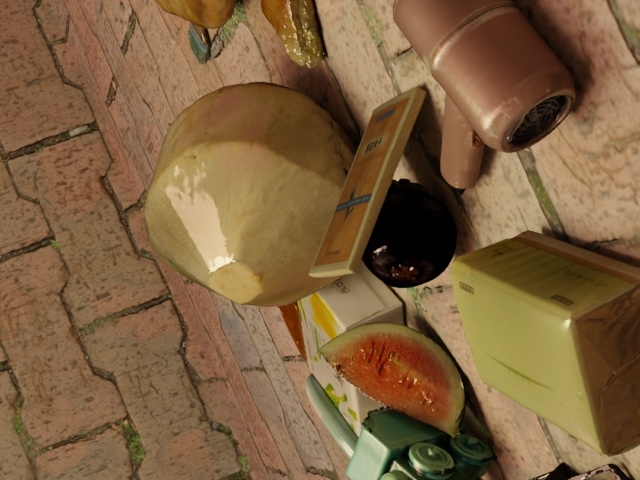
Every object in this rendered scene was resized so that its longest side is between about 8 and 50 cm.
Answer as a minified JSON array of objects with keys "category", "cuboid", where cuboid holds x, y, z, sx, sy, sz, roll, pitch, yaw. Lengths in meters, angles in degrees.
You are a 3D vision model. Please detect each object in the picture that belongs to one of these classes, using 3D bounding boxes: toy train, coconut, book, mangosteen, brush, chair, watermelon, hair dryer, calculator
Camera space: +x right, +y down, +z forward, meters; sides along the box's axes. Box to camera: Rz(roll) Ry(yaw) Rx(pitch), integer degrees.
[{"category":"toy train","cuboid":[0.142,0.313,1.632,0.163,0.203,0.112,37,117,37]},{"category":"coconut","cuboid":[-0.094,-0.061,1.695,0.352,0.352,0.352,55,159,33]},{"category":"book","cuboid":[0.055,-0.068,1.429,0.018,0.241,0.170,24,169,-14]},{"category":"mangosteen","cuboid":[0.109,-0.019,1.455,0.137,0.137,0.151,92,177,-54]},{"category":"brush","cuboid":[-0.223,-0.402,2.107,0.070,0.021,0.196,59,161,19]},{"category":"chair","cuboid":[0.308,0.316,1.375,0.212,0.101,0.084,-32,80,35]},{"category":"watermelon","cuboid":[0.117,0.191,1.652,0.245,0.119,0.063,31,151,20]},{"category":"hair dryer","cuboid":[0.168,-0.127,1.212,0.189,0.107,0.344,57,169,24]},{"category":"calculator","cuboid":[0.077,0.333,1.952,0.184,0.042,0.295,22,-157,-54]}]

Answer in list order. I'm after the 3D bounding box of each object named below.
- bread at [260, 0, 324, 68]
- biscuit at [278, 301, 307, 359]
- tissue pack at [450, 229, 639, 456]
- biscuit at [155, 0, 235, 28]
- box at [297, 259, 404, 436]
[{"category":"bread","cuboid":[-0.044,-0.336,1.611,0.154,0.054,0.136,54,156,28]},{"category":"biscuit","cuboid":[-0.063,0.110,2.249,0.280,0.043,0.183,67,167,-17]},{"category":"tissue pack","cuboid":[0.248,0.096,1.161,0.234,0.125,0.159,29,139,64]},{"category":"biscuit","cuboid":[-0.240,-0.553,1.831,0.446,0.104,0.429,-140,33,-61]},{"category":"box","cuboid":[0.052,0.158,1.855,0.194,0.111,0.260,49,153,46]}]
